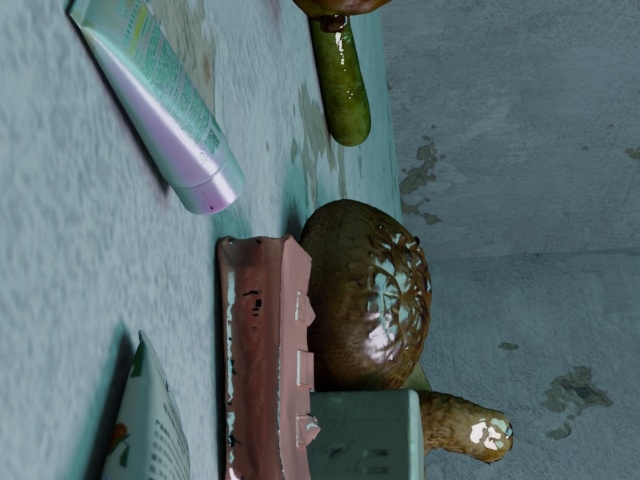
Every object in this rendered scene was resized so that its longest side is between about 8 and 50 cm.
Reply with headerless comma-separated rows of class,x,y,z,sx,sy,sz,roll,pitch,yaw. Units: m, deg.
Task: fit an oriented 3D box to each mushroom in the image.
mushroom,0.099,0.232,1.225,0.267,0.254,0.267,58,-4,7
mushroom,0.048,0.074,1.054,0.253,0.153,0.253,-7,90,-66

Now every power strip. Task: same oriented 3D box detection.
power strip,0.043,0.288,0.950,0.139,0.140,0.224,77,12,-52

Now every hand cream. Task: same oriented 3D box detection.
hand cream,-0.098,-0.089,0.529,0.174,0.047,0.076,64,22,-46
hand cream,-0.091,0.167,0.416,0.276,0.059,0.095,-91,172,-52

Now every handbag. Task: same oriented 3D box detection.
handbag,-0.041,0.108,0.747,0.157,0.059,0.212,45,44,-76

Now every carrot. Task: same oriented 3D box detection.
carrot,0.024,-0.295,1.341,0.074,0.074,0.358,-85,167,-46

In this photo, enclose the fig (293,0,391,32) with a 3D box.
fig,0.042,-0.366,0.965,0.224,0.263,0.224,22,52,-32
